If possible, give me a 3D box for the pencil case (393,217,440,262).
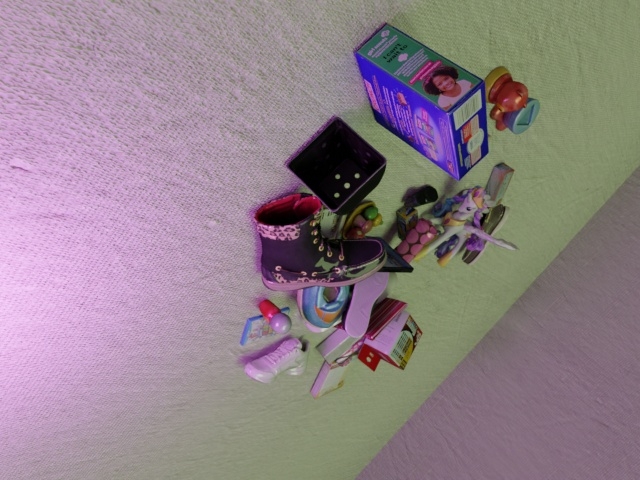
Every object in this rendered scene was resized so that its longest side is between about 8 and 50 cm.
[{"bbox_3d":[0.324,0.016,1.875,0.209,0.095,0.098,-49,-170,27],"label":"pencil case"}]

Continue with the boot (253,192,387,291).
[{"bbox_3d":[0.000,0.000,1.481,0.378,0.138,0.284,-8,137,0],"label":"boot"}]

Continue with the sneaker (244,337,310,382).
[{"bbox_3d":[-0.153,0.423,1.910,0.305,0.114,0.152,0,113,-53],"label":"sneaker"}]

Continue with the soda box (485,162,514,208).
[{"bbox_3d":[0.722,-0.223,2.151,0.058,0.063,0.183,-23,141,-29],"label":"soda box"}]

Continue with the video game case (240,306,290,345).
[{"bbox_3d":[-0.186,0.290,1.785,0.166,0.015,0.119,-12,135,-39],"label":"video game case"}]

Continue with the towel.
[{"bbox_3d":[0.170,0.274,1.934,0.199,0.275,0.031,-41,113,-24],"label":"towel"}]

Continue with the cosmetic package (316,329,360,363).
[{"bbox_3d":[0.100,0.400,2.173,0.239,0.060,0.098,-39,149,-9],"label":"cosmetic package"}]

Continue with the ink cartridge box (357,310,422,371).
[{"bbox_3d":[0.313,0.460,2.337,0.271,0.130,0.309,-60,150,-12],"label":"ink cartridge box"}]

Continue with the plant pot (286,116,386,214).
[{"bbox_3d":[0.055,-0.174,1.395,0.187,0.188,0.167,-44,161,-1],"label":"plant pot"}]

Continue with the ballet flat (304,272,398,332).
[{"bbox_3d":[0.115,0.193,1.912,0.401,0.139,0.139,-29,144,-16],"label":"ballet flat"}]

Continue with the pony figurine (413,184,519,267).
[{"bbox_3d":[0.549,-0.049,2.013,0.351,0.302,0.363,13,132,-43],"label":"pony figurine"}]

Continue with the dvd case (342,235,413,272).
[{"bbox_3d":[0.185,0.044,1.759,0.253,0.180,0.022,5,124,-50],"label":"dvd case"}]

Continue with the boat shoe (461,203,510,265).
[{"bbox_3d":[0.702,-0.030,2.316,0.116,0.097,0.324,-69,-176,-57],"label":"boat shoe"}]

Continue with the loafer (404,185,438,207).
[{"bbox_3d":[0.356,-0.152,1.855,0.061,0.062,0.170,-20,176,43],"label":"loafer"}]

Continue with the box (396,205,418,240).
[{"bbox_3d":[0.316,-0.056,1.907,0.059,0.054,0.168,-36,147,-13],"label":"box"}]

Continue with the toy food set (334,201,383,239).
[{"bbox_3d":[0.137,-0.045,1.668,0.218,0.071,0.128,-23,140,-52],"label":"toy food set"}]

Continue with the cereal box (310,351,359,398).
[{"bbox_3d":[0.065,0.594,2.364,0.173,0.047,0.240,-10,134,-41],"label":"cereal box"}]

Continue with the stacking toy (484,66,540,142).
[{"bbox_3d":[0.612,-0.397,1.779,0.309,0.130,0.279,12,117,-52],"label":"stacking toy"}]

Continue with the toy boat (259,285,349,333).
[{"bbox_3d":[-0.034,0.204,1.701,0.319,0.148,0.267,-19,123,-25],"label":"toy boat"}]

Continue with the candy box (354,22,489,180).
[{"bbox_3d":[0.249,-0.333,1.285,0.122,0.317,0.268,-43,148,-5],"label":"candy box"}]

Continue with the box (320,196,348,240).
[{"bbox_3d":[0.023,-0.035,1.629,0.114,0.036,0.206,-20,140,-33],"label":"box"}]

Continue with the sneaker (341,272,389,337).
[{"bbox_3d":[0.144,0.196,1.812,0.147,0.105,0.295,123,-9,-73],"label":"sneaker"}]

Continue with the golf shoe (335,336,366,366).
[{"bbox_3d":[0.124,0.444,2.243,0.186,0.068,0.086,-49,120,-19],"label":"golf shoe"}]
